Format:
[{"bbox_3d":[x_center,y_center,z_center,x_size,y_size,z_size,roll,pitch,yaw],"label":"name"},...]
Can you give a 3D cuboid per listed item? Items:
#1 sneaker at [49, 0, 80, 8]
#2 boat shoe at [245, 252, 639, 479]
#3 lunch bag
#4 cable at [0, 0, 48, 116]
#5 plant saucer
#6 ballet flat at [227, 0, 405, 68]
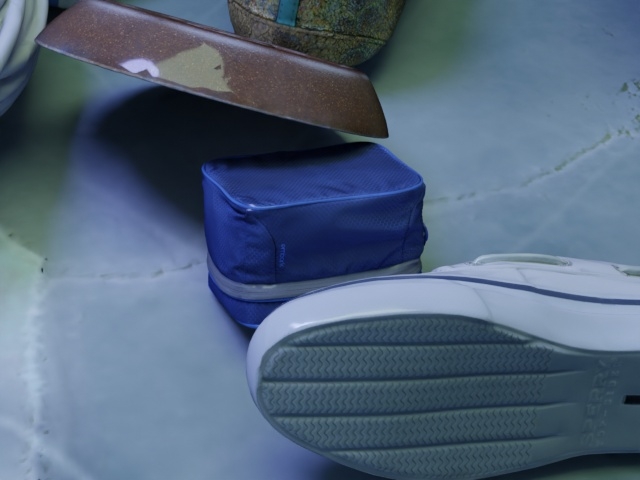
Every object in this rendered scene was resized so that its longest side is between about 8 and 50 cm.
[{"bbox_3d":[-0.129,-0.174,0.807,0.059,0.053,0.144,18,47,4],"label":"sneaker"},{"bbox_3d":[0.075,0.046,0.575,0.226,0.083,0.076,7,27,-19],"label":"boat shoe"},{"bbox_3d":[0.000,0.000,0.614,0.098,0.065,0.067,-7,24,-18],"label":"lunch bag"},{"bbox_3d":[-0.231,-0.152,0.638,0.257,0.089,0.257,52,25,-13],"label":"cable"},{"bbox_3d":[-0.046,-0.082,0.662,0.168,0.029,0.168,14,8,-2],"label":"plant saucer"},{"bbox_3d":[0.029,-0.225,0.840,0.123,0.123,0.348,13,41,6],"label":"ballet flat"}]
